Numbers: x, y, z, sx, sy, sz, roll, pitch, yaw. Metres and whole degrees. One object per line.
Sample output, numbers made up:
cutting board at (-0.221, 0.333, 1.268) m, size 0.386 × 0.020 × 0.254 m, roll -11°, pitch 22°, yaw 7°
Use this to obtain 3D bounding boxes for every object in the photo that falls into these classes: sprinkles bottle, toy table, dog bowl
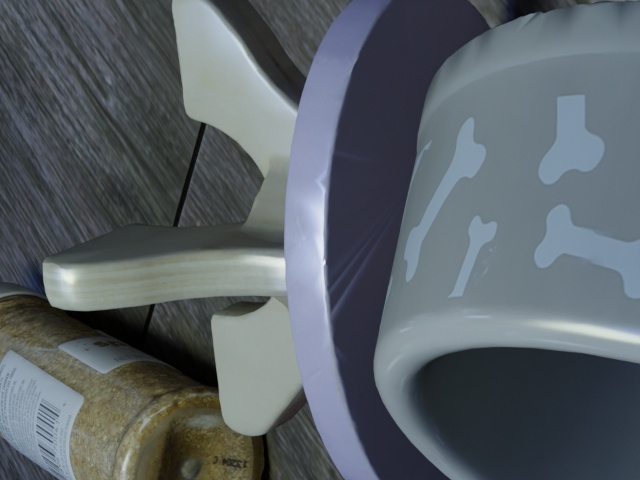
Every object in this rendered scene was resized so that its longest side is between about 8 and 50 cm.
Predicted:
sprinkles bottle at (-0.182, 0.127, 1.456) m, size 0.355 × 0.121 × 0.121 m, roll 20°, pitch 122°, yaw 54°
toy table at (0.000, 0.000, 0.985) m, size 0.161 × 0.252 × 0.274 m, roll 10°, pitch 103°, yaw 40°
dog bowl at (0.174, 0.062, 0.628) m, size 0.348 × 0.102 × 0.349 m, roll 23°, pitch 161°, yaw 9°
